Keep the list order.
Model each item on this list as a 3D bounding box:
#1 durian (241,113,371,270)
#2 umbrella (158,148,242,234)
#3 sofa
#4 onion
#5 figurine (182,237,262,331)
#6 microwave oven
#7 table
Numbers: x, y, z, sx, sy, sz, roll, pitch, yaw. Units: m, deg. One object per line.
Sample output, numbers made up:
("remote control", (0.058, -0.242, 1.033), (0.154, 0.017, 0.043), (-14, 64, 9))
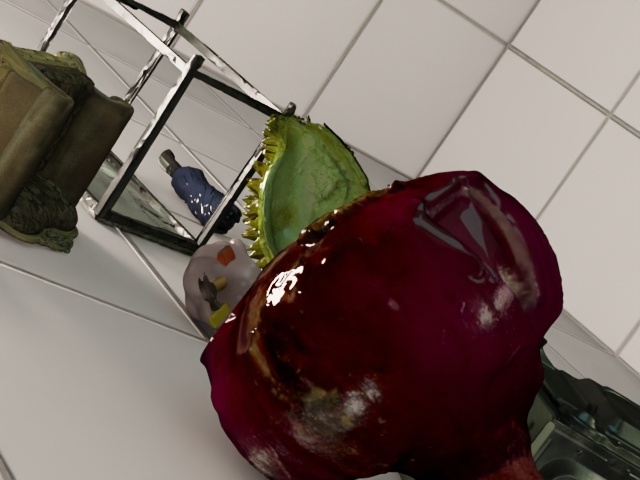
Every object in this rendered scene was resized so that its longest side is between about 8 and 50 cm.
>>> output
("durian", (-0.002, 0.003, 2.220), (0.163, 0.198, 0.394), (-55, 128, -73))
("umbrella", (-0.210, -0.081, 2.539), (0.071, 0.071, 0.248), (24, 10, -44))
("sofa", (-0.334, -0.116, 1.895), (0.182, 0.200, 0.258), (33, 8, 9))
("onion", (0.112, 0.152, 1.619), (0.420, 0.398, 0.398), (51, 10, -2))
("figurine", (-0.107, 0.069, 1.997), (0.112, 0.137, 0.229), (2, -15, 35))
("microwave oven", (0.332, 0.312, 1.865), (0.394, 0.247, 0.333), (31, 9, -18))
("table", (-0.260, -0.195, 2.277), (0.222, 0.272, 0.335), (22, 16, -48))
